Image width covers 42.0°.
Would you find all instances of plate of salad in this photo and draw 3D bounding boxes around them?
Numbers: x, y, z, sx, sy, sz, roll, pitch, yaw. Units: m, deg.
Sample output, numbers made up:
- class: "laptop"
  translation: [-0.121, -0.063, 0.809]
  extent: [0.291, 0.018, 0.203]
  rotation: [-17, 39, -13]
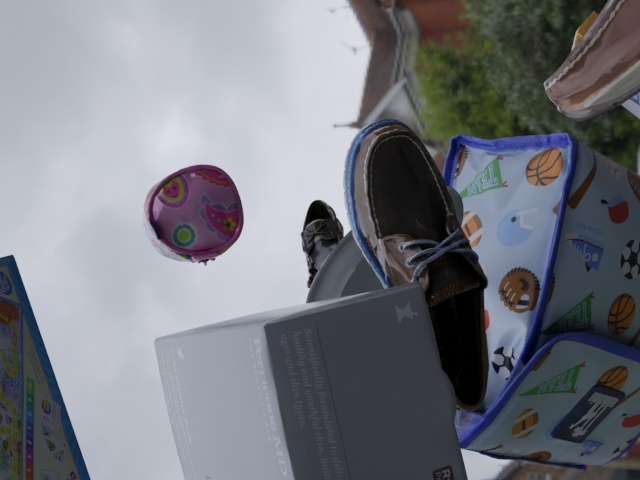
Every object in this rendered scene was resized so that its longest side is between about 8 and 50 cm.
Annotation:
- class: "plate of salad"
  translation: [0.061, 0.019, 0.831]
  extent: [0.200, 0.048, 0.200]
  rotation: [-29, -33, -21]

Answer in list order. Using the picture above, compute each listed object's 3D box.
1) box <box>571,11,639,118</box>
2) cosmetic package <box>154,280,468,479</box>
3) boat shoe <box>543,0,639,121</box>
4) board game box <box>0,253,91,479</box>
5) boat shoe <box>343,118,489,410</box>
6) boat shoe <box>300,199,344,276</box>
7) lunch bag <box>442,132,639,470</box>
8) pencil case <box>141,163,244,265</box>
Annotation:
- class: "box"
  translation: [0.285, -0.140, 0.746]
  extent: [0.028, 0.136, 0.081]
  rotation: [-45, -15, 2]
- class: "cosmetic package"
  translation: [-0.019, 0.104, 0.517]
  extent: [0.238, 0.107, 0.127]
  rotation: [155, 102, -67]
- class: "boat shoe"
  translation: [0.247, -0.214, 0.512]
  extent: [0.116, 0.324, 0.123]
  rotation: [44, -150, 7]
- class: "board game box"
  translation: [-0.169, 0.091, 0.380]
  extent: [0.103, 0.026, 0.154]
  rotation: [-14, -102, -39]
- class: "boat shoe"
  translation: [0.068, 0.016, 0.497]
  extent: [0.183, 0.066, 0.066]
  rotation: [71, 166, -14]
- class: "boat shoe"
  translation: [0.000, 0.000, 0.938]
  extent: [0.049, 0.056, 0.152]
  rotation: [60, -173, -23]
- class: "lunch bag"
  translation: [0.304, 0.092, 1.062]
  extent: [0.328, 0.239, 0.385]
  rotation: [18, -97, -37]
- class: "pencil case"
  translation: [-0.172, -0.027, 1.096]
  extent: [0.284, 0.124, 0.124]
  rotation: [176, 93, -77]
